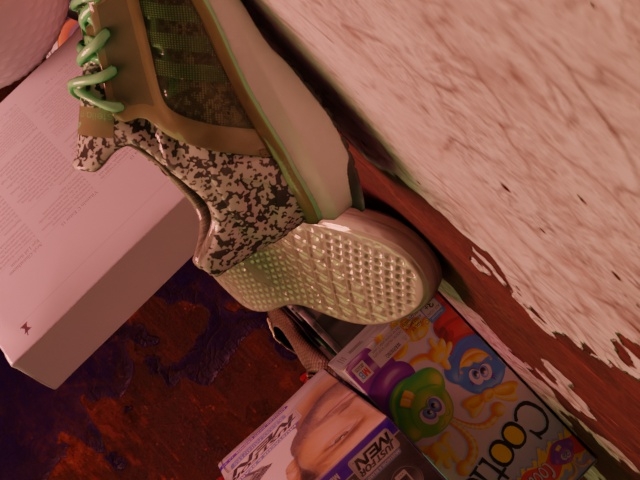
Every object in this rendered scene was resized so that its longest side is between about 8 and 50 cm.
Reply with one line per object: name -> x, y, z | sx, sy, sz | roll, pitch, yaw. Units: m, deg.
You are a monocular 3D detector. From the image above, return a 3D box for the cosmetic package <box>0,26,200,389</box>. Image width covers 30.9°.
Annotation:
cosmetic package -> -0.253, -0.068, 1.288 | 0.284, 0.377, 0.097 | 44, 176, 33

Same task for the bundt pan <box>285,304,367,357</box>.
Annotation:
bundt pan -> -0.002, 0.057, 1.684 | 0.331, 0.124, 0.331 | 45, 174, 6

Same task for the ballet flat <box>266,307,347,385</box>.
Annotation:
ballet flat -> -0.031, 0.166, 1.750 | 0.084, 0.058, 0.250 | 50, 174, -33

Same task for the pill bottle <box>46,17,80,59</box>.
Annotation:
pill bottle -> -0.354, -0.292, 1.766 | 0.130, 0.130, 0.246 | 47, 175, -12

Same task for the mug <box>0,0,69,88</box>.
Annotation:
mug -> -0.416, -0.342, 1.263 | 0.328, 0.276, 0.374 | 113, 145, -82

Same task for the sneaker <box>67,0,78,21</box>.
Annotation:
sneaker -> -0.390, -0.383, 1.613 | 0.232, 0.081, 0.090 | 44, 167, 12

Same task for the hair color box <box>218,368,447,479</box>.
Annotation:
hair color box -> 0.000, 0.262, 1.308 | 0.110, 0.185, 0.339 | 49, 173, -10

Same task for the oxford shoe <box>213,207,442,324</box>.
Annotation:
oxford shoe -> 0.000, 0.000, 1.289 | 0.169, 0.130, 0.449 | 53, 158, -15

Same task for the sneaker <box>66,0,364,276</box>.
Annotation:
sneaker -> -0.143, -0.137, 0.913 | 0.410, 0.182, 0.158 | 51, 172, -10

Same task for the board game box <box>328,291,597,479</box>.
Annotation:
board game box -> 0.160, 0.197, 1.352 | 0.275, 0.142, 0.144 | 47, 174, -3
